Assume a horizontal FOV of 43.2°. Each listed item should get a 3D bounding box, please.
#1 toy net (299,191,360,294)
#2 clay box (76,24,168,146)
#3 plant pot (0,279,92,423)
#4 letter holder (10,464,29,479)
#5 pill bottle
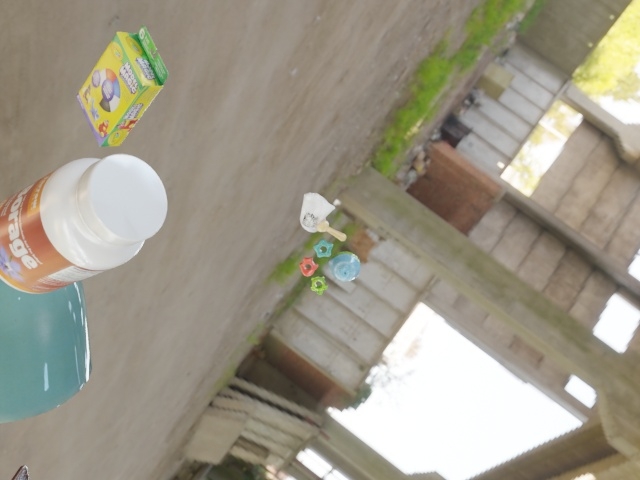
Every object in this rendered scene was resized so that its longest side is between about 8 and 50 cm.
[{"bbox_3d":[0.000,0.000,1.759,0.122,0.232,0.045,-18,-160,10],"label":"toy net"},{"bbox_3d":[-0.378,-0.294,1.535,0.053,0.127,0.222,-12,157,-46],"label":"clay box"},{"bbox_3d":[-0.496,0.095,1.233,0.293,0.293,0.235,-43,146,-61],"label":"plant pot"},{"bbox_3d":[-0.600,0.642,1.660,0.302,0.152,0.214,-75,172,-56],"label":"letter holder"},{"bbox_3d":[-0.266,-0.019,0.877,0.216,0.121,0.121,-19,-159,42],"label":"pill bottle"}]
